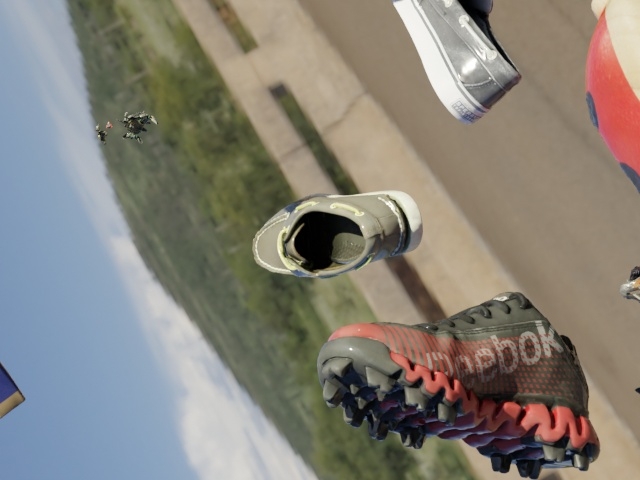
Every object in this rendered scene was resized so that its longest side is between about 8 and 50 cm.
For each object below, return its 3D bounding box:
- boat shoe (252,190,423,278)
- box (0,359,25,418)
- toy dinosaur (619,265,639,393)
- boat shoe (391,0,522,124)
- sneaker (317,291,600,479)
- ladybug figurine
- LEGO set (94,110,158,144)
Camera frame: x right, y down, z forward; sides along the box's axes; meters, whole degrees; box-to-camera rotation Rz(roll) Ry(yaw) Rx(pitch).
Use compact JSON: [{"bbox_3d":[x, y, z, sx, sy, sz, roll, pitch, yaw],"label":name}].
[{"bbox_3d":[-0.001,-0.005,1.750,0.305,0.091,0.109,-10,95,51],"label":"boat shoe"},{"bbox_3d":[-0.359,0.051,1.246,0.225,0.036,0.136,59,167,-28],"label":"box"},{"bbox_3d":[0.583,0.139,2.023,0.322,0.218,0.164,14,135,50],"label":"toy dinosaur"},{"bbox_3d":[0.152,-0.274,1.578,0.108,0.102,0.301,28,-147,-43],"label":"boat shoe"},{"bbox_3d":[0.109,0.095,1.048,0.276,0.097,0.135,20,-116,-35],"label":"sneaker"},{"bbox_3d":[0.452,-0.100,1.516,0.449,0.162,0.305,50,-149,9],"label":"ladybug figurine"},{"bbox_3d":[-0.253,-0.152,1.773,0.054,0.083,0.023,95,174,-48],"label":"LEGO set"}]
